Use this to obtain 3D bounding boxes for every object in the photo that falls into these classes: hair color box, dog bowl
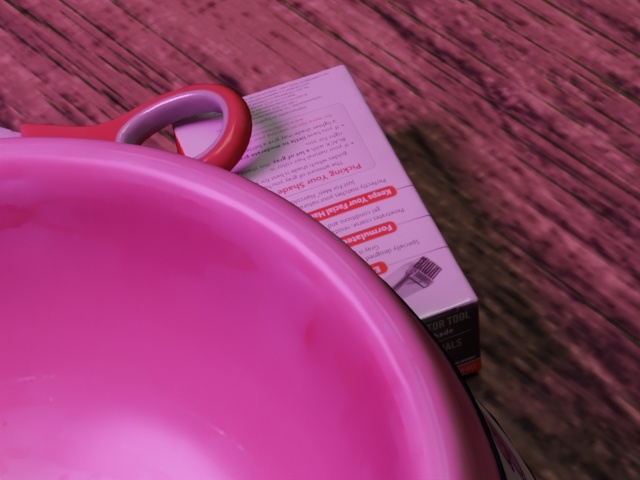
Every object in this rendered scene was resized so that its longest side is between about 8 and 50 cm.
[{"bbox_3d":[0.000,0.000,0.807,0.093,0.053,0.167,-18,47,-8],"label":"hair color box"},{"bbox_3d":[-0.110,0.137,0.592,0.408,0.150,0.408,-5,55,7],"label":"dog bowl"}]

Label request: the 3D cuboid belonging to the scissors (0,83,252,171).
[{"bbox_3d":[-0.159,-0.036,0.854,0.297,0.021,0.109,7,64,30],"label":"scissors"}]
